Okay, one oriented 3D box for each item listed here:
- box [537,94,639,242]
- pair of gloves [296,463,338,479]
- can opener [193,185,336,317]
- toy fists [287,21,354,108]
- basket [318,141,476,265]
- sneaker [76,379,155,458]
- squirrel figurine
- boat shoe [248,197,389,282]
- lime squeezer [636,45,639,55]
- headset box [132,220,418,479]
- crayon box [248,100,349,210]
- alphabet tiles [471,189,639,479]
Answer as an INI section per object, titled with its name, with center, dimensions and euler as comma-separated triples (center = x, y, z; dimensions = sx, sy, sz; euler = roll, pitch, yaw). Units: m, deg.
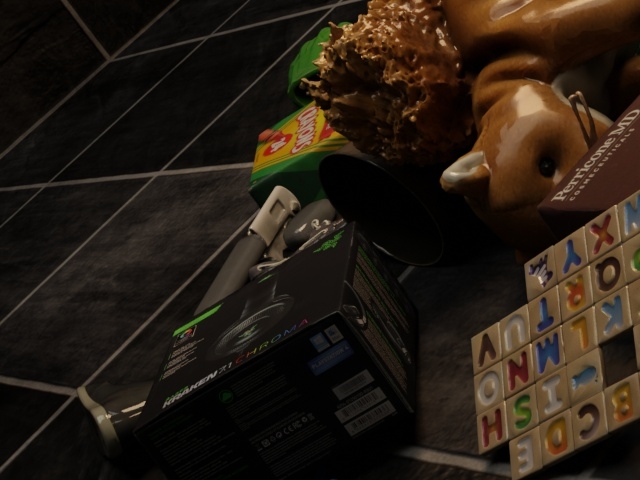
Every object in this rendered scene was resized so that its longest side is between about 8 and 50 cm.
[box]
center = 0.385, -0.039, 1.311
dimensions = 0.191, 0.143, 0.381
euler = -46, 21, -22
[pair of gloves]
center = -0.071, 0.288, 1.492
dimensions = 0.198, 0.023, 0.159
euler = -25, 23, 26
[can opener]
center = -0.072, 0.025, 1.987
dimensions = 0.093, 0.074, 0.280
euler = -17, 28, 40
[toy fists]
center = 0.073, -0.298, 2.432
dimensions = 0.279, 0.096, 0.142
euler = -25, 33, 25
[basket]
center = 0.146, -0.101, 1.814
dimensions = 0.227, 0.154, 0.204
euler = -40, 37, -22
[sneaker]
center = -0.218, 0.202, 1.861
dimensions = 0.118, 0.083, 0.222
euler = -21, 10, -14
[squirrel figurine]
center = 0.193, -0.161, 1.638
dimensions = 0.397, 0.281, 0.370
euler = -1, 66, 32
[boat shoe]
center = 0.000, 0.000, 1.902
dimensions = 0.206, 0.065, 0.075
euler = -40, -22, -1
[lime squeezer]
center = 0.402, -0.210, 1.767
dimensions = 0.110, 0.059, 0.310
euler = -35, 20, 3
[headset box]
center = -0.035, 0.126, 1.599
dimensions = 0.246, 0.131, 0.283
euler = -31, 14, 15
[crayon box]
center = 0.055, -0.160, 2.175
dimensions = 0.319, 0.081, 0.202
euler = -30, 21, 15
[alphabet tiles]
center = 0.207, 0.088, 1.315
dimensions = 0.237, 0.009, 0.198
euler = -37, 43, 44
